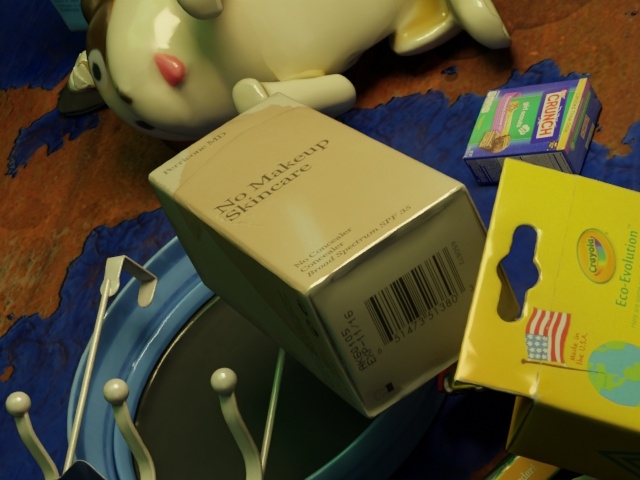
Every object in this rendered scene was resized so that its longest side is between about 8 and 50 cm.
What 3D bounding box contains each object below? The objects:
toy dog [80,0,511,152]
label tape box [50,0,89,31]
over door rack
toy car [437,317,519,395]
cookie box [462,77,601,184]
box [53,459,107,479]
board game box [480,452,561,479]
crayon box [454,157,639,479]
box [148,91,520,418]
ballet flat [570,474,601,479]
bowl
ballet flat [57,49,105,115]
[{"bbox_3d":[-0.063,-0.262,1.712,0.408,0.284,0.395,-30,26,10],"label":"toy dog"},{"bbox_3d":[-0.152,-0.402,2.016,0.249,0.115,0.347,4,47,41],"label":"label tape box"},{"bbox_3d":[-0.137,0.117,1.396,0.239,0.108,0.324,-8,47,31],"label":"over door rack"},{"bbox_3d":[0.203,0.081,1.264,0.225,0.239,0.053,-7,84,2],"label":"toy car"},{"bbox_3d":[0.199,-0.102,1.528,0.107,0.040,0.092,-4,49,35],"label":"cookie box"},{"bbox_3d":[-0.206,0.282,1.317,0.225,0.136,0.036,-46,1,35],"label":"box"},{"bbox_3d":[0.117,0.209,1.227,0.039,0.124,0.259,44,83,7],"label":"board game box"},{"bbox_3d":[0.256,0.076,1.133,0.318,0.081,0.202,17,54,2],"label":"crayon box"},{"bbox_3d":[0.000,0.000,1.258,0.148,0.121,0.311,-35,29,-14],"label":"box"},{"bbox_3d":[0.231,0.181,1.189,0.241,0.077,0.091,-38,39,-1],"label":"ballet flat"},{"bbox_3d":[-0.049,0.110,1.482,0.391,0.077,0.391,-21,42,20],"label":"bowl"},{"bbox_3d":[-0.248,-0.208,1.965,0.203,0.074,0.074,-13,44,29],"label":"ballet flat"}]
